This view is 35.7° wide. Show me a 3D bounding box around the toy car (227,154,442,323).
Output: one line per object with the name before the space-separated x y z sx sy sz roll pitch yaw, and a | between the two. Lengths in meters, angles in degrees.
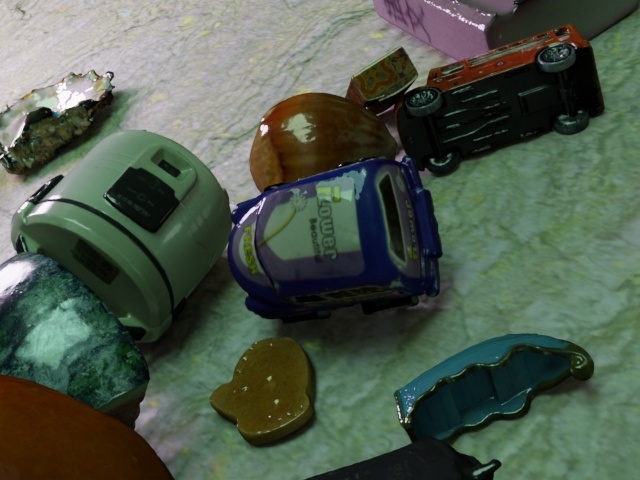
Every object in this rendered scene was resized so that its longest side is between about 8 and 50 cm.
toy car | 0.000 0.000 1.068 0.235 0.158 0.172 -13 81 22

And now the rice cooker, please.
rice cooker | -0.242 -0.003 1.212 0.226 0.226 0.244 7 45 36

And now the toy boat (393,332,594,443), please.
toy boat | 0.160 0.141 0.921 0.185 0.075 0.077 -26 33 -7

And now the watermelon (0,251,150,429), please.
watermelon | -0.307 0.145 1.066 0.148 0.226 0.318 -35 33 -27

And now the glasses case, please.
glasses case | 0.079 -0.202 1.321 0.075 0.049 0.218 -33 2 0

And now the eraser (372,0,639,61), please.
eraser | 0.266 -0.386 1.477 0.272 0.122 0.359 -31 37 -10

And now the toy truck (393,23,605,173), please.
toy truck | 0.219 -0.180 1.258 0.252 0.107 0.114 -17 36 10

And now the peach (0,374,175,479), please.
peach | -0.272 0.277 0.784 0.342 0.301 0.343 -16 57 26

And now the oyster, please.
oyster | -0.473 -0.213 1.736 0.198 0.092 0.260 -3 33 28

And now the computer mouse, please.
computer mouse | 0.038 0.253 0.847 0.264 0.088 0.147 -24 20 9

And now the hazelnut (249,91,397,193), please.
hazelnut | 0.001 -0.107 1.237 0.182 0.182 0.182 -16 37 13

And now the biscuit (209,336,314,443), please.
biscuit | -0.062 0.163 1.072 0.118 0.023 0.140 -16 38 13
